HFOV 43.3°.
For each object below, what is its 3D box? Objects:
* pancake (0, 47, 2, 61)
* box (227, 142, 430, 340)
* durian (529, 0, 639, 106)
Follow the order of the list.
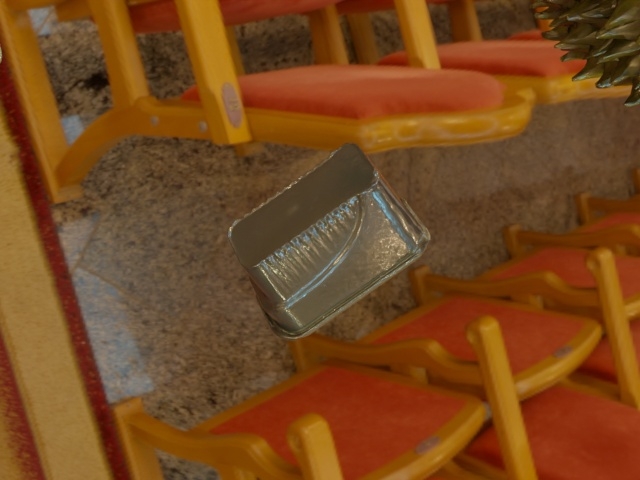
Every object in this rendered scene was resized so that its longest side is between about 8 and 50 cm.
[{"bbox_3d":[-0.468,-0.264,1.083,0.017,0.108,0.108,-24,103,-59],"label":"pancake"},{"bbox_3d":[0.000,0.000,1.155,0.274,0.138,0.178,-35,137,3],"label":"box"},{"bbox_3d":[0.206,-0.174,0.445,0.157,0.170,0.355,86,0,-48],"label":"durian"}]
